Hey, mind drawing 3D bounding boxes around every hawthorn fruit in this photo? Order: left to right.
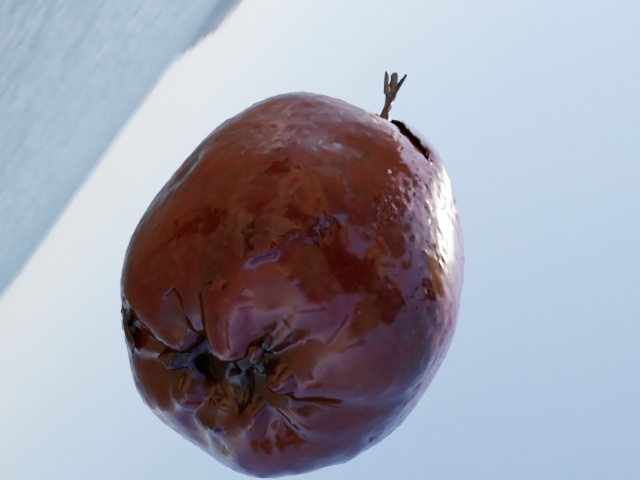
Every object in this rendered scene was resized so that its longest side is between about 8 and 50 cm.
[{"bbox_3d":[0.000,0.000,0.777,0.211,0.211,0.299,-41,-162,51],"label":"hawthorn fruit"}]
